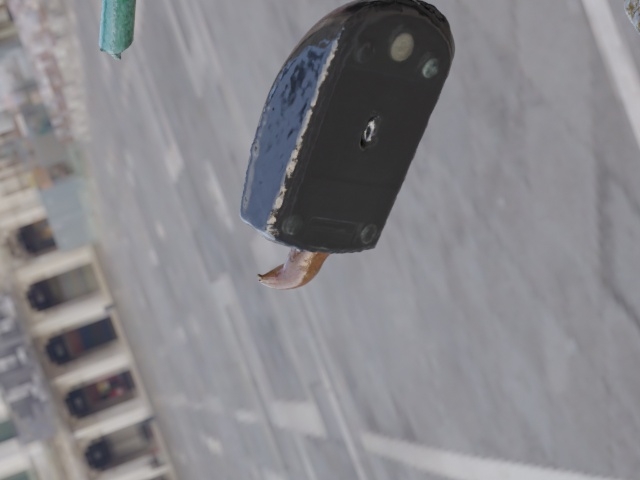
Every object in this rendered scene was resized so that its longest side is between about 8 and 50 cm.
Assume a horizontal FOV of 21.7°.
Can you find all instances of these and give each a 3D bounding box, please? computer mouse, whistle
[{"bbox_3d":[0.017,-0.118,1.606,0.100,0.170,0.269,37,110,44],"label":"computer mouse"},{"bbox_3d":[-0.206,-0.281,1.723,0.039,0.039,0.186,151,124,-82],"label":"whistle"}]

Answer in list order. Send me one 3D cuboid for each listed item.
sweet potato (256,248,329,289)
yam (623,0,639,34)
[{"bbox_3d":[0.002,0.001,2.158,0.055,0.202,0.058,32,-149,-32],"label":"sweet potato"},{"bbox_3d":[0.393,-0.322,1.501,0.356,0.081,0.081,-55,44,33],"label":"yam"}]
